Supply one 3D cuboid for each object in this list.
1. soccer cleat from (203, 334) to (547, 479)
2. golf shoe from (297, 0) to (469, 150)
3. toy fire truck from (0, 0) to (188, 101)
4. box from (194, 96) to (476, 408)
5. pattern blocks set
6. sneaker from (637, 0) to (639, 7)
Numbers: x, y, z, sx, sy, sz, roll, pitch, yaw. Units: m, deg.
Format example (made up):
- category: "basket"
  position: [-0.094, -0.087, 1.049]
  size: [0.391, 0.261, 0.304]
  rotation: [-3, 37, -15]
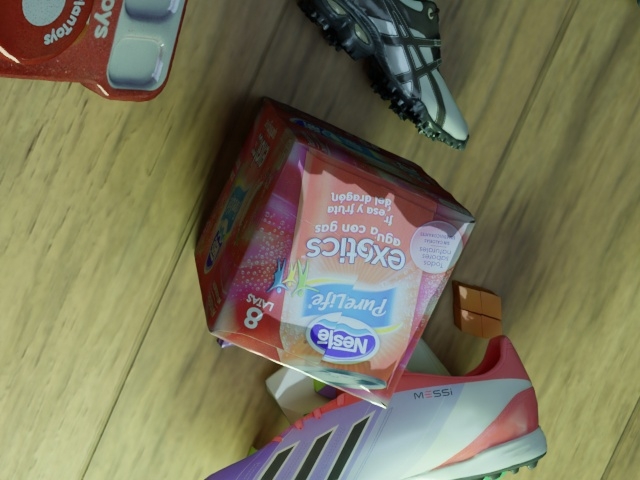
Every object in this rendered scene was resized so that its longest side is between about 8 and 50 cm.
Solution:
- category: "soccer cleat"
  position: [0.036, 0.166, 1.636]
  size: [0.318, 0.108, 0.116]
  rotation: [-12, 90, -17]
- category: "golf shoe"
  position: [0.075, -0.156, 1.579]
  size: [0.094, 0.077, 0.198]
  rotation: [-46, 120, -4]
- category: "toy fire truck"
  position: [-0.178, -0.254, 1.403]
  size: [0.254, 0.169, 0.302]
  rotation: [0, 109, -49]
- category: "box"
  position: [0.000, 0.000, 1.458]
  size: [0.142, 0.300, 0.154]
  rotation: [23, 98, -9]
- category: "pattern blocks set"
  position: [0.045, 0.139, 1.694]
  size: [0.285, 0.026, 0.325]
  rotation: [-49, 119, -2]
- category: "sneaker"
  position: [0.378, -0.132, 1.693]
  size: [0.121, 0.111, 0.300]
  rotation: [-31, 96, 0]
